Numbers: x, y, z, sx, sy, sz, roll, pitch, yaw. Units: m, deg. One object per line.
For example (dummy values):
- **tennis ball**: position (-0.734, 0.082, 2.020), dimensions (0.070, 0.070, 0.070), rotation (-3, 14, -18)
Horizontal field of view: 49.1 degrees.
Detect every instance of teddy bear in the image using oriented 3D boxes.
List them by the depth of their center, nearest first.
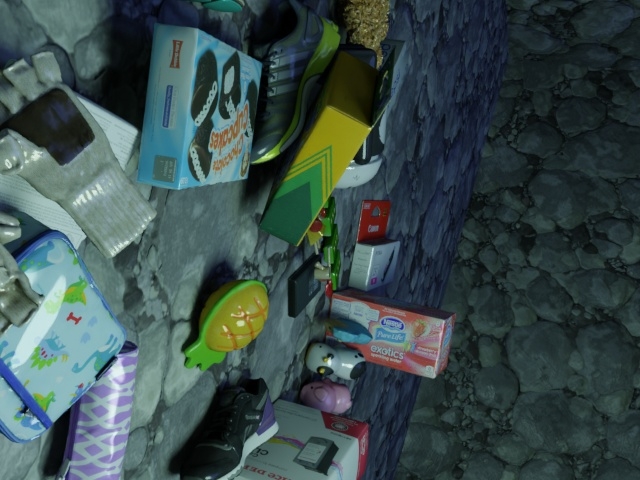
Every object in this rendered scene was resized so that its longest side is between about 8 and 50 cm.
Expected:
- **teddy bear**: position (0.100, -0.506, 1.463), dimensions (0.338, 0.113, 0.245), rotation (78, 29, -47)

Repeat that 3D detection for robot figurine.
- **robot figurine**: position (0.048, -0.240, 1.377), dimensions (0.209, 0.173, 0.278), rotation (-41, 138, -59)

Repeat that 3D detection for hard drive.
- **hard drive**: position (-0.034, 0.100, 1.563), dimensions (0.135, 0.022, 0.094), rotation (-45, 142, -56)

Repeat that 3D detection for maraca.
- **maraca**: position (-0.157, 0.142, 1.172), dimensions (0.185, 0.099, 0.127), rotation (-53, 148, 3)

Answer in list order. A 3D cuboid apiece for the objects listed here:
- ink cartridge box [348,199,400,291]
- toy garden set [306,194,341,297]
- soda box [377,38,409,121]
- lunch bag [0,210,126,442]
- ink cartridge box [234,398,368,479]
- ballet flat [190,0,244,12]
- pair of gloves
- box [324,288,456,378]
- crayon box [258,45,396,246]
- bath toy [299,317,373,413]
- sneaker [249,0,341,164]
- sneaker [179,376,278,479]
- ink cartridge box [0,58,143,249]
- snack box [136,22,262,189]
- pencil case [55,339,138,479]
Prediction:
- **ink cartridge box**: position (0.166, 0.009, 1.988), dimensions (0.275, 0.060, 0.239), rotation (-8, 109, -68)
- **toy garden set**: position (0.000, 0.000, 1.490), dimensions (0.204, 0.049, 0.244), rotation (-75, 161, -60)
- **soda box**: position (0.115, -0.335, 1.608), dimensions (0.091, 0.098, 0.286), rotation (72, 36, -55)
- **lunch bag**: position (-0.310, 0.097, 0.725), dimensions (0.176, 0.090, 0.219), rotation (-47, 146, -31)
- **ink cartridge box**: position (-0.057, 0.462, 1.414), dimensions (0.306, 0.226, 0.131), rotation (-29, 127, -65)
- **ballet flat**: position (-0.155, -0.350, 0.963), dimensions (0.168, 0.057, 0.052), rotation (-24, 113, -66)
- **pair of gloves**: position (-0.281, -0.037, 0.625), dimensions (0.240, 0.042, 0.204), rotation (-42, 110, -33)
- **box**: position (0.177, 0.230, 1.790), dimensions (0.142, 0.300, 0.154), rotation (-6, 106, -67)
- **crayon box**: position (0.009, -0.172, 1.179), dimensions (0.323, 0.083, 0.203), rotation (-56, -166, 37)
- **bath toy**: position (0.020, 0.367, 1.695), dimensions (0.129, 0.151, 0.348), rotation (-103, -152, -79)
- **sneaker**: position (-0.079, -0.266, 1.167), dimensions (0.121, 0.111, 0.300), rotation (33, 73, -42)
- **sneaker**: position (-0.173, 0.332, 1.259), dimensions (0.283, 0.107, 0.124), rotation (-28, 113, -68)
- **ink cartridge box**: position (-0.308, -0.057, 0.756), dimensions (0.224, 0.056, 0.181), rotation (-59, 159, 1)
- **snack box**: position (-0.153, -0.173, 0.959), dimensions (0.322, 0.060, 0.187), rotation (-43, 142, -79)
- **pencil case**: position (-0.288, 0.223, 0.892), dimensions (0.088, 0.086, 0.206), rotation (5, 95, -46)
